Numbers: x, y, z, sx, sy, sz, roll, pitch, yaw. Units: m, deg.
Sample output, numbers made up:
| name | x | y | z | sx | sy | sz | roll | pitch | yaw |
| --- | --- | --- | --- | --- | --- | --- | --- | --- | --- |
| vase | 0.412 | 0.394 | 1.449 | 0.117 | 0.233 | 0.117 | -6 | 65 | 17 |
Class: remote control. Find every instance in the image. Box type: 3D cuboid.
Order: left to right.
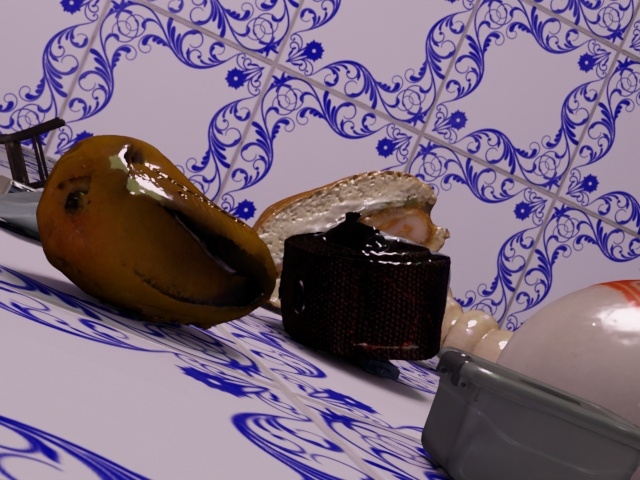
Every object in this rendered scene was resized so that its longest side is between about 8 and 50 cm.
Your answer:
| name | x | y | z | sx | sy | sz | roll | pitch | yaw |
| --- | --- | --- | --- | --- | --- | --- | --- | --- | --- |
| remote control | 0.057 | 0.142 | 1.529 | 0.043 | 0.027 | 0.152 | 27 | 2 | -15 |

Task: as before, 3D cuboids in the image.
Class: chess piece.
| name | x | y | z | sx | sy | sz | roll | pitch | yaw |
| --- | --- | --- | --- | --- | --- | --- | --- | --- | --- |
| chess piece | 0.205 | 0.151 | 1.870 | 0.261 | 0.143 | 0.142 | 32 | 5 | 31 |

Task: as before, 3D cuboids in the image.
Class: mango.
| name | x | y | z | sx | sy | sz | roll | pitch | yaw |
| --- | --- | --- | --- | --- | --- | --- | --- | --- | --- |
| mango | -0.144 | -0.002 | 1.115 | 0.151 | 0.156 | 0.248 | -24 | -34 | 38 |

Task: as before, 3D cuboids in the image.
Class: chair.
| name | x | y | z | sx | sy | sz | roll | pitch | yaw |
| --- | --- | --- | --- | --- | --- | --- | --- | --- | --- |
| chair | -0.476 | -0.112 | 1.845 | 0.212 | 0.102 | 0.084 | -14 | 4 | -5 |

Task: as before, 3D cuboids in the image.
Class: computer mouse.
| name | x | y | z | sx | sy | sz | roll | pitch | yaw |
| --- | --- | --- | --- | --- | --- | --- | --- | --- | --- |
| computer mouse | -0.266 | -0.021 | 1.409 | 0.230 | 0.079 | 0.128 | -2 | 5 | -38 |

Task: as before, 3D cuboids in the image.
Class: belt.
| name | x | y | z | sx | sy | sz | roll | pitch | yaw |
| --- | --- | --- | --- | --- | --- | --- | --- | --- | --- |
| belt | 0.047 | 0.047 | 1.500 | 0.184 | 0.164 | 0.289 | -1 | 7 | -18 |

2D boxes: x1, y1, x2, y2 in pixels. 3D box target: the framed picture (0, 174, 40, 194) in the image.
| name | x | y | z | sx | sy | sz | roll | pitch | yaw |
| --- | --- | --- | --- | --- | --- | --- | --- | --- | --- |
| framed picture | -0.330 | -0.024 | 1.666 | 0.240 | 0.020 | 0.324 | 24 | 1 | -12 |

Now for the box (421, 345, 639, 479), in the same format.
| name | x | y | z | sx | sy | sz | roll | pitch | yaw |
| --- | --- | --- | --- | --- | --- | --- | --- | --- | --- |
| box | 0.164 | 0.160 | 0.988 | 0.172 | 0.093 | 0.124 | 23 | 2 | -10 |

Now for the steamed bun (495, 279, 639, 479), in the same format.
| name | x | y | z | sx | sy | sz | roll | pitch | yaw |
| --- | --- | --- | --- | --- | --- | --- | --- | --- | --- |
| steamed bun | 0.371 | 0.168 | 1.306 | 0.374 | 0.241 | 0.374 | 20 | 1 | 0 |

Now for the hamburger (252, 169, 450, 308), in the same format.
| name | x | y | z | sx | sy | sz | roll | pitch | yaw |
| --- | --- | --- | --- | --- | --- | --- | --- | --- | --- |
| hamburger | 0.000 | 0.002 | 1.844 | 0.330 | 0.162 | 0.209 | -24 | 7 | -25 |
